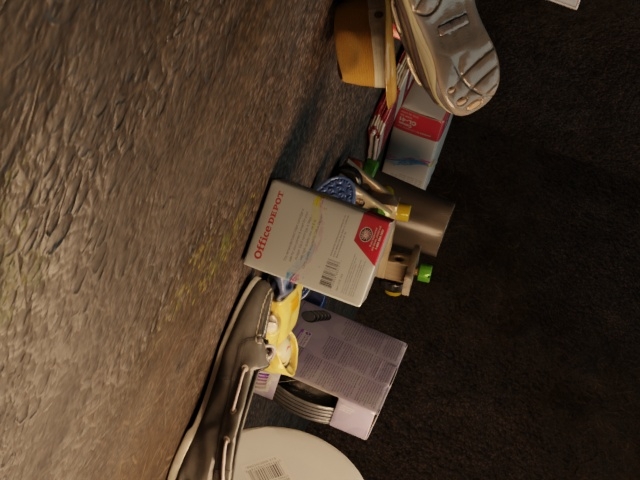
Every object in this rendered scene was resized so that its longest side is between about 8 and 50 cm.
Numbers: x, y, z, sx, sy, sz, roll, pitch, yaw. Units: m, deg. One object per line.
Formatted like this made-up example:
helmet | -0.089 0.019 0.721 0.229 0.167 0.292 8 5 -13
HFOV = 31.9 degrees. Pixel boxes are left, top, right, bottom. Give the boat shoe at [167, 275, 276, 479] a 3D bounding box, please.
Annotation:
boat shoe | -0.118 0.222 1.624 0.112 0.095 0.335 64 47 -80

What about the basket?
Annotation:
basket | 0.174 -0.062 2.494 0.204 0.226 0.154 -48 158 -72

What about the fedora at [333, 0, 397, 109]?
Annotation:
fedora | 0.059 -0.270 1.525 0.194 0.079 0.194 -5 90 -88

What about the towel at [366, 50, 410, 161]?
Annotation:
towel | 0.172 -0.341 2.471 0.237 0.037 0.329 87 27 -78

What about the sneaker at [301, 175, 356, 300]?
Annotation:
sneaker | -0.007 -0.003 1.924 0.232 0.081 0.090 -63 176 1

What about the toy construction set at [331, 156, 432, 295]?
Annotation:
toy construction set | 0.105 -0.004 2.090 0.309 0.237 0.258 -26 136 -79

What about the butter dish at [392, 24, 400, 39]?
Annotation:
butter dish | 0.128 -0.381 1.683 0.118 0.160 0.160 -141 -109 -74

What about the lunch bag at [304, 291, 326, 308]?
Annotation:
lunch bag | -0.030 0.131 2.144 0.065 0.067 0.099 56 56 -81

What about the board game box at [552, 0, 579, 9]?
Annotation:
board game box | 0.356 -0.606 1.959 0.066 0.317 0.319 -43 154 -75

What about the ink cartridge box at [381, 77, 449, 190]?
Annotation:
ink cartridge box | 0.260 -0.281 2.909 0.306 0.131 0.226 105 8 -47

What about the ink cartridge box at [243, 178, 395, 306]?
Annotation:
ink cartridge box | 0.000 0.000 1.569 0.127 0.176 0.128 -27 138 -83

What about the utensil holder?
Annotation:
utensil holder | -0.093 0.540 1.812 0.328 0.327 0.386 -62 168 -47

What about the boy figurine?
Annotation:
boy figurine | -0.060 0.105 1.764 0.177 0.092 0.285 -62 167 -60

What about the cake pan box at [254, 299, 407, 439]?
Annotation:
cake pan box | 0.009 0.218 1.968 0.267 0.245 0.070 -57 166 -62

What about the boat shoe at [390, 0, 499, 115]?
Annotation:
boat shoe | 0.140 -0.344 1.554 0.132 0.130 0.356 -23 112 -23
